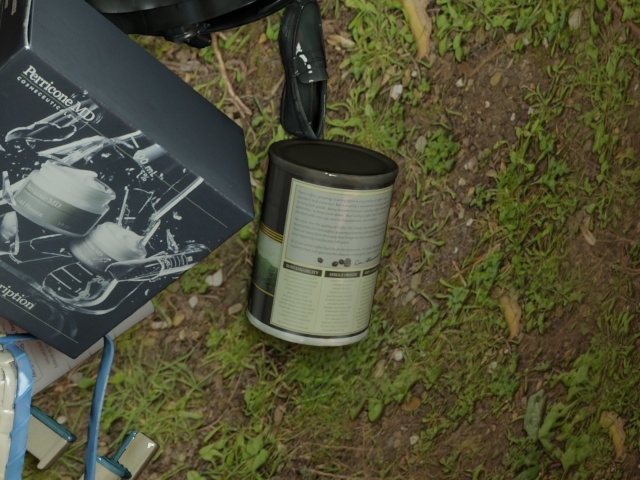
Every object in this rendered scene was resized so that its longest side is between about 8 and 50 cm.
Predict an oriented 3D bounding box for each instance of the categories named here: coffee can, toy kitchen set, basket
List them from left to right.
[{"bbox_3d":[-0.402,0.233,1.674,0.289,0.201,0.255,-2,106,-39],"label":"basket"},{"bbox_3d":[-0.352,0.303,2.021,0.122,0.166,0.207,-54,173,-9],"label":"toy kitchen set"},{"bbox_3d":[0.000,0.000,2.107,0.201,0.201,0.275,-7,114,-42],"label":"coffee can"}]

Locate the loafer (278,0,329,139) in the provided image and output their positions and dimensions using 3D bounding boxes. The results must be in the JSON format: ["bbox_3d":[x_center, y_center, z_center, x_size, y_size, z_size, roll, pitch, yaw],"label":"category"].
[{"bbox_3d":[-0.018,-0.261,2.055,0.076,0.078,0.223,-18,121,-38],"label":"loafer"}]

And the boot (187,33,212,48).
[{"bbox_3d":[-0.189,-0.291,1.851,0.099,0.121,0.045,26,93,-41],"label":"boot"}]

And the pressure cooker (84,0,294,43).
[{"bbox_3d":[-0.191,-0.434,1.597,0.375,0.370,0.420,-34,126,-23],"label":"pressure cooker"}]

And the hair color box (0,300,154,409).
[{"bbox_3d":[-0.410,0.108,1.837,0.347,0.105,0.174,-35,131,-26],"label":"hair color box"}]

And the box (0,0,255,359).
[{"bbox_3d":[-0.306,-0.080,1.551,0.312,0.179,0.343,-38,127,21],"label":"box"}]
